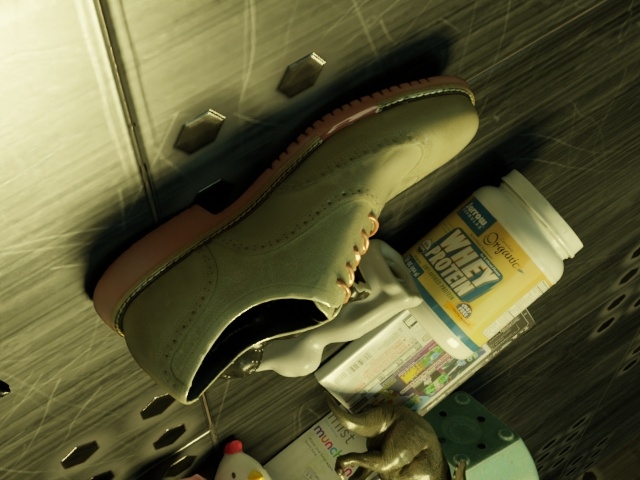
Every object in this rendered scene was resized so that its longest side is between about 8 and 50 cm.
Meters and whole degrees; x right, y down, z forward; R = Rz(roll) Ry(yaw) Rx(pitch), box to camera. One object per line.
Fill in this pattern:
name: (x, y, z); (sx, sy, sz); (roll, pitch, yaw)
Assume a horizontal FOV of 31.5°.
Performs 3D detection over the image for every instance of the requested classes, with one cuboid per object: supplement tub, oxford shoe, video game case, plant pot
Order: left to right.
oxford shoe: (0.000, 0.000, 1.018); (0.397, 0.146, 0.140); (-35, 155, -8)
video game case: (0.114, 0.163, 1.526); (0.201, 0.023, 0.183); (-40, 133, 2)
plant pot: (0.220, 0.408, 1.924); (0.247, 0.248, 0.252); (-22, 132, -33)
supplement tub: (0.192, 0.027, 1.333); (0.199, 0.144, 0.144); (-42, 155, 6)

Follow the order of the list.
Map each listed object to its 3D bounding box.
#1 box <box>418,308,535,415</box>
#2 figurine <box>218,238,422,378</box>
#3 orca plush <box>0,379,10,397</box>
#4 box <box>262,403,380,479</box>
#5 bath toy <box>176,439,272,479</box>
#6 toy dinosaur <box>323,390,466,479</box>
box: (0.198, 0.153, 1.660); (0.231, 0.056, 0.183); (-41, 154, 4)
figurine: (-0.019, 0.085, 1.230); (0.209, 0.092, 0.215); (-39, 157, 19)
orca plush: (-0.351, 0.229, 0.979); (0.287, 0.102, 0.151); (-47, 154, 16)
box: (0.011, 0.388, 1.718); (0.231, 0.127, 0.262); (-39, 155, 0)
bath toy: (-0.189, 0.341, 1.382); (0.348, 0.151, 0.129); (-12, 99, -42)
toy dinosaur: (0.109, 0.300, 1.539); (0.160, 0.313, 0.121); (-42, -172, -15)
